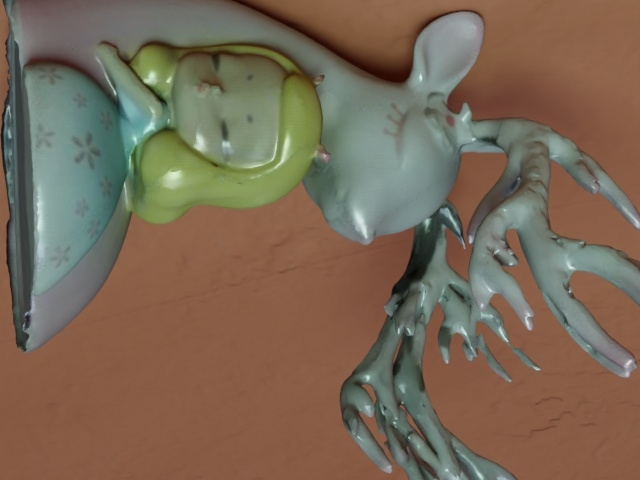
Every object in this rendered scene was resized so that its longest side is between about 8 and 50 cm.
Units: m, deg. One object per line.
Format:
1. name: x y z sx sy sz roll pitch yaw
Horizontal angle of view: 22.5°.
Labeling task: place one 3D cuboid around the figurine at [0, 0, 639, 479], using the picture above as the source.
1. figurine: -0.003 0.005 0.844 0.315 0.284 0.206 -4 144 -13
